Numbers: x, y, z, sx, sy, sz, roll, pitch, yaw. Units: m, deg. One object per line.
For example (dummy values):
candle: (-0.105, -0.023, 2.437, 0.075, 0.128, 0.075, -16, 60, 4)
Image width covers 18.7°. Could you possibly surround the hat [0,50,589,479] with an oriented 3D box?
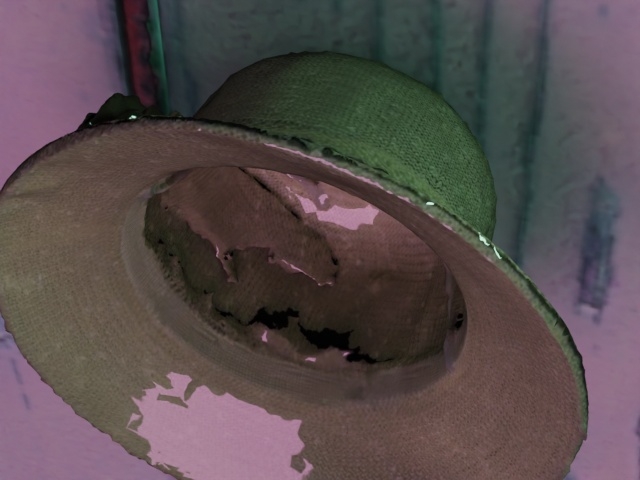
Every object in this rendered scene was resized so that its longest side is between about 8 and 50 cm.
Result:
hat: (0.000, 0.000, 0.806, 0.257, 0.130, 0.257, 14, 142, 11)
